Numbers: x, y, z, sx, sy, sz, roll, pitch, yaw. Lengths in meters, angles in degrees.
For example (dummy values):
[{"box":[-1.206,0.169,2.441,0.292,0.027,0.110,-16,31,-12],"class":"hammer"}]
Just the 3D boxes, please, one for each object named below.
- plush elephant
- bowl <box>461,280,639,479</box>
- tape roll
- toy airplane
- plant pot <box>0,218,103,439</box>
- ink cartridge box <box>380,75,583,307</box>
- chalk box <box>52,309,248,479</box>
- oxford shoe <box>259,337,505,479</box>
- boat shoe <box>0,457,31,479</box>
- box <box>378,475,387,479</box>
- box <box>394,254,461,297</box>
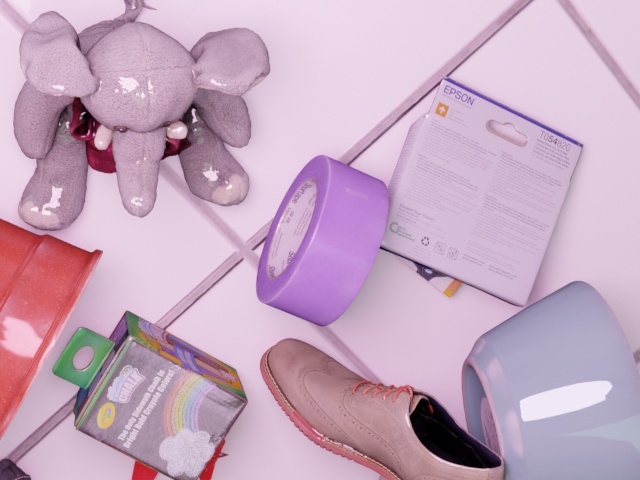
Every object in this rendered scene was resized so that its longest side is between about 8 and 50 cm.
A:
[{"box":[-0.197,-0.141,1.228,0.271,0.255,0.330,-1,109,-10],"class":"plush elephant"},{"box":[0.275,0.215,1.416,0.163,0.311,0.312,-10,111,-6],"class":"bowl"},{"box":[0.000,0.000,1.352,0.080,0.189,0.189,22,104,-17],"class":"tape roll"},{"box":[-0.190,0.270,1.496,0.151,0.028,0.151,-3,108,-10],"class":"toy airplane"},{"box":[-0.423,0.067,1.270,0.265,0.272,0.272,29,101,-10],"class":"plant pot"},{"box":[0.196,-0.059,1.431,0.223,0.045,0.224,24,85,-19],"class":"ink cartridge box"},{"box":[-0.216,0.179,1.393,0.213,0.132,0.132,32,93,-14],"class":"chalk box"},{"box":[0.079,0.207,1.397,0.348,0.123,0.130,33,127,19],"class":"oxford shoe"},{"box":[-0.444,0.364,1.475,0.206,0.075,0.065,-47,68,13],"class":"boat shoe"},{"box":[0.170,0.375,1.491,0.148,0.232,0.127,16,109,-15],"class":"box"},{"box":[0.139,0.003,1.466,0.136,0.028,0.081,36,98,-21],"class":"box"}]
